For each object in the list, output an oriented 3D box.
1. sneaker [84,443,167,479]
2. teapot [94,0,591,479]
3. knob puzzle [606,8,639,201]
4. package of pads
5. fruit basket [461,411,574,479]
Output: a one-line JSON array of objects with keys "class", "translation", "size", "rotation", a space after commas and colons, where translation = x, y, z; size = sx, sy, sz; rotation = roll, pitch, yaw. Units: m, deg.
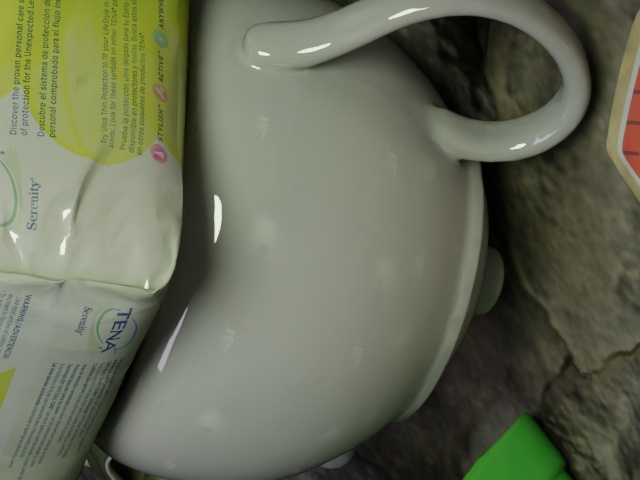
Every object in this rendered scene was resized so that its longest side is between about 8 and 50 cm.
[{"class": "sneaker", "translation": [-0.140, 0.105, 1.334], "size": [0.086, 0.064, 0.192], "rotation": [34, 147, 37]}, {"class": "teapot", "translation": [0.000, 0.000, 0.909], "size": [0.256, 0.187, 0.252], "rotation": [-158, 78, -74]}, {"class": "knob puzzle", "translation": [0.176, -0.027, 0.755], "size": [0.213, 0.030, 0.213], "rotation": [38, 144, 35]}, {"class": "package of pads", "translation": [-0.129, -0.049, 0.864], "size": [0.229, 0.101, 0.296], "rotation": [120, 154, -51]}, {"class": "fruit basket", "translation": [-0.017, 0.255, 1.040], "size": [0.392, 0.283, 0.392], "rotation": [27, 142, 24]}]
